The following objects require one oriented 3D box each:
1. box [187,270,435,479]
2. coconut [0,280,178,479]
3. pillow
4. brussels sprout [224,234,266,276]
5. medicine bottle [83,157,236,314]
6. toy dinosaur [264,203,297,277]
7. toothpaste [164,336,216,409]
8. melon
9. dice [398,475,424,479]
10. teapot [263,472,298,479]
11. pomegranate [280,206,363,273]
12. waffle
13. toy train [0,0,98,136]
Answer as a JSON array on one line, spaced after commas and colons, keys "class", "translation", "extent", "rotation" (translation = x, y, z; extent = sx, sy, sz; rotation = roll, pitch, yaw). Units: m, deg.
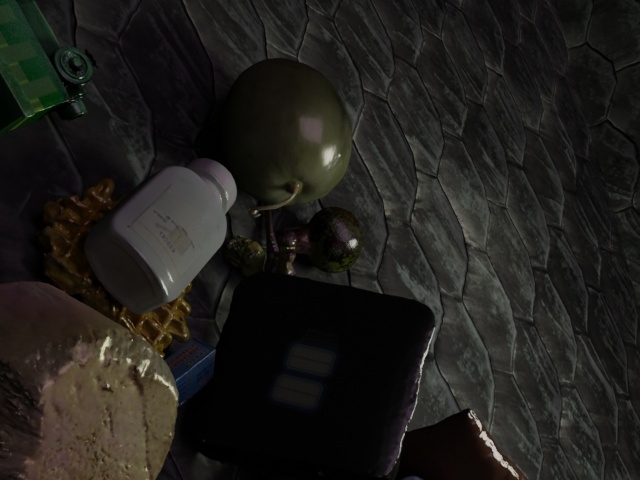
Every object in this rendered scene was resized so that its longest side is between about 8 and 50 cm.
[{"class": "box", "translation": [-0.011, 0.222, 1.580], "extent": [0.091, 0.359, 0.350], "rotation": [83, 21, -54]}, {"class": "coconut", "translation": [-0.363, 0.205, 1.178], "extent": [0.297, 0.309, 0.298], "rotation": [-17, 113, -45]}, {"class": "pillow", "translation": [0.238, 0.446, 1.775], "extent": [0.305, 0.307, 0.108], "rotation": [50, 42, -20]}, {"class": "brussels sprout", "translation": [-0.137, 0.025, 1.768], "extent": [0.085, 0.058, 0.085], "rotation": [16, 56, -26]}, {"class": "medicine bottle", "translation": [-0.240, -0.022, 1.523], "extent": [0.161, 0.111, 0.296], "rotation": [54, 36, -16]}, {"class": "toy dinosaur", "translation": [-0.075, 0.036, 1.805], "extent": [0.251, 0.072, 0.200], "rotation": [-102, -170, -75]}, {"class": "toothpaste", "translation": [-0.260, 0.242, 1.452], "extent": [0.272, 0.053, 0.066], "rotation": [-36, 140, -50]}, {"class": "melon", "translation": [-0.067, -0.206, 1.824], "extent": [0.271, 0.271, 0.308], "rotation": [-2, 61, -52]}, {"class": "dice", "translation": [0.181, 0.571, 1.576], "extent": [0.270, 0.270, 0.271], "rotation": [-53, 152, -8]}, {"class": "teapot", "translation": [0.025, 0.439, 1.642], "extent": [0.251, 0.183, 0.184], "rotation": [33, 46, -51]}, {"class": "pomegranate", "translation": [0.005, -0.009, 1.914], "extent": [0.163, 0.138, 0.126], "rotation": [23, 57, -3]}, {"class": "waffle", "translation": [-0.323, 0.048, 1.515], "extent": [0.283, 0.065, 0.310], "rotation": [2, 65, -53]}, {"class": "toy train", "translation": [-0.482, -0.305, 1.475], "extent": [0.202, 0.120, 0.301], "rotation": [-36, 99, -50]}]
